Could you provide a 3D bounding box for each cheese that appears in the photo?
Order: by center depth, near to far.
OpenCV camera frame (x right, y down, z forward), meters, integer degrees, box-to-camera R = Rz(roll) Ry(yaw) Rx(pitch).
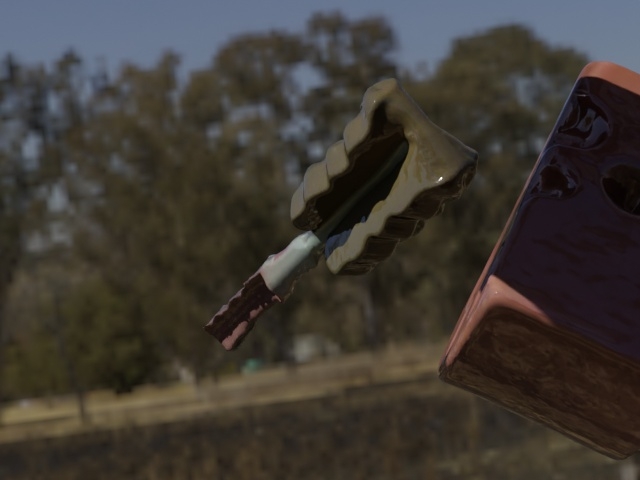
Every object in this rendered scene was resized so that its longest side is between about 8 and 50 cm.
[{"bbox_3d":[0.150,0.030,1.043,0.128,0.203,0.177,27,17,2],"label":"cheese"}]

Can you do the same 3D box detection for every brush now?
[{"bbox_3d":[0.000,0.000,1.285,0.071,0.084,0.301,-40,-4,-39],"label":"brush"}]
